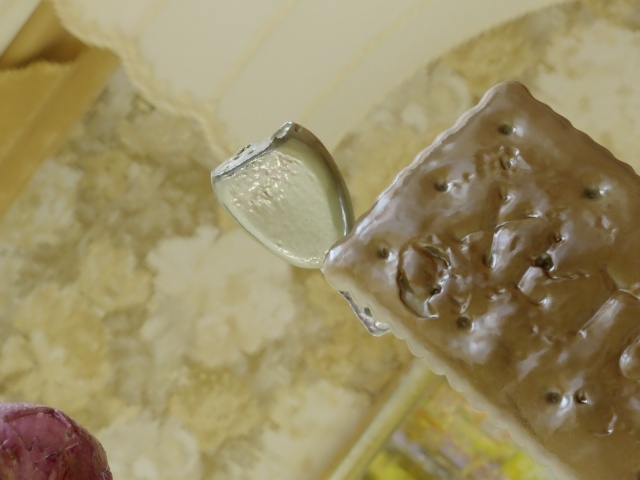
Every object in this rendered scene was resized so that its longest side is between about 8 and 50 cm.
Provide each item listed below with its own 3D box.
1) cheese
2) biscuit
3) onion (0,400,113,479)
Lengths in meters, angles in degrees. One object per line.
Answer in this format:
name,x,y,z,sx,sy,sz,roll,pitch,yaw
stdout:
cheese,0.000,0.000,1.203,0.192,0.097,0.037,53,-156,-20
biscuit,0.177,0.041,1.086,0.325,0.217,0.044,42,173,23
onion,-0.268,0.225,1.352,0.177,0.177,0.153,37,175,-3
